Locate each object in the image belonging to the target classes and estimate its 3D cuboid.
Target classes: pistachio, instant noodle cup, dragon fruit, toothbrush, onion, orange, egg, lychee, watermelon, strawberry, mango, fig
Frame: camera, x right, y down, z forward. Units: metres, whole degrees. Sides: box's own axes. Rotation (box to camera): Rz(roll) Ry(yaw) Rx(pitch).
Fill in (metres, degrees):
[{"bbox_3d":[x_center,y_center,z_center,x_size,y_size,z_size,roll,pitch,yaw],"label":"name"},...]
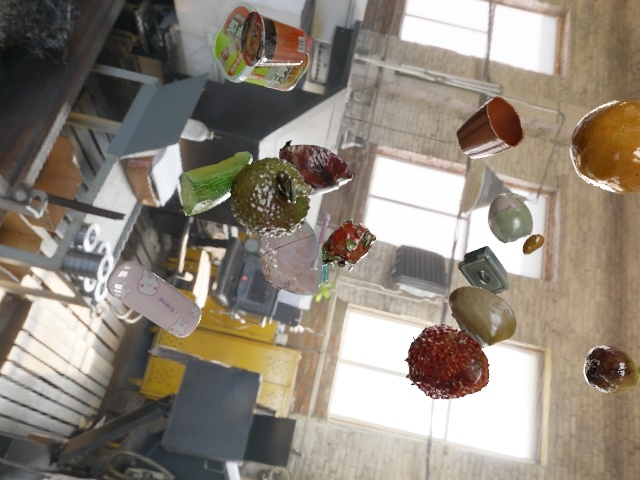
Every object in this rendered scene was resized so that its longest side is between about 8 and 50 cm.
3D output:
[{"bbox_3d":[0.620,0.284,1.848,0.212,0.260,0.163,-38,169,19],"label":"pistachio"},{"bbox_3d":[-0.225,-0.754,1.929,0.307,0.294,0.294,1,106,-50],"label":"instant noodle cup"},{"bbox_3d":[0.101,0.036,1.983,0.269,0.198,0.200,-40,-164,-11],"label":"dragon fruit"},{"bbox_3d":[0.000,0.000,1.808,0.020,0.025,0.286,50,38,-33],"label":"toothbrush"},{"bbox_3d":[-0.027,-0.268,1.977,0.314,0.280,0.146,52,49,-49],"label":"onion"},{"bbox_3d":[0.981,-0.305,1.558,0.312,0.312,0.312,-167,-90,-89],"label":"orange"},{"bbox_3d":[0.815,-0.099,2.072,0.183,0.183,0.217,107,-36,-80],"label":"egg"},{"bbox_3d":[-0.108,-0.481,1.167,0.127,0.135,0.127,12,-76,55],"label":"instant noodle cup"},{"bbox_3d":[-0.161,-0.136,1.534,0.320,0.270,0.270,-52,-163,38],"label":"lychee"},{"bbox_3d":[-0.153,0.050,1.975,0.222,0.319,0.292,-28,-139,55],"label":"watermelon"},{"bbox_3d":[0.464,0.420,1.698,0.343,0.292,0.292,130,-24,-61],"label":"strawberry"},{"bbox_3d":[1.045,0.021,2.357,0.127,0.077,0.063,-49,180,15],"label":"mango"},{"bbox_3d":[0.959,0.427,1.510,0.143,0.230,0.160,-62,176,-38],"label":"fig"}]

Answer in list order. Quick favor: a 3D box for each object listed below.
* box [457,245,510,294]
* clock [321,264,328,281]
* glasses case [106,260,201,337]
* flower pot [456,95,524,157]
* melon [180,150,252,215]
[{"bbox_3d":[0.753,0.142,2.197,0.162,0.227,0.130,-28,-159,39],"label":"box"},{"bbox_3d":[-0.028,0.155,2.343,0.045,0.147,0.108,7,-81,52],"label":"clock"},{"bbox_3d":[-0.469,0.171,1.365,0.075,0.297,0.113,5,-122,50],"label":"glasses case"},{"bbox_3d":[0.586,-0.385,1.687,0.173,0.190,0.191,-23,-132,55],"label":"flower pot"},{"bbox_3d":[-0.339,-0.216,1.660,0.323,0.124,0.196,-36,172,-38],"label":"melon"}]
